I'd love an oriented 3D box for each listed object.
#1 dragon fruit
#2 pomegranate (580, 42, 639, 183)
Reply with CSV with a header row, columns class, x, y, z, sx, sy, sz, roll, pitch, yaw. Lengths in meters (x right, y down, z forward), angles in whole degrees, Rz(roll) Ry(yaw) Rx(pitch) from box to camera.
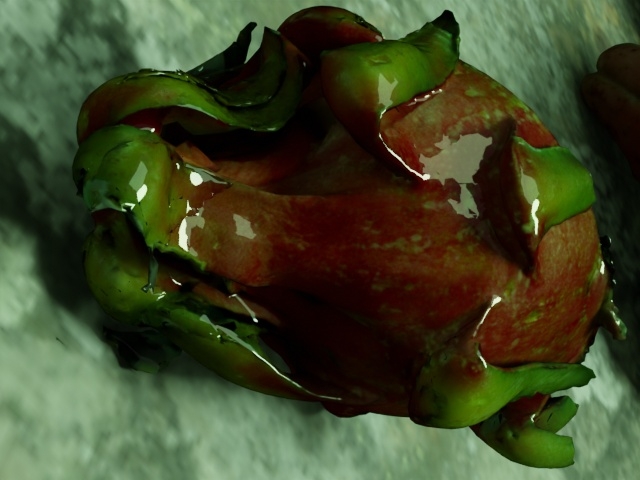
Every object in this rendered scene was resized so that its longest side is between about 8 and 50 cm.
class,x,y,z,sx,sy,sz,roll,pitch,yaw
dragon fruit,0.000,0.000,0.455,0.175,0.138,0.142,-2,47,-35
pomegranate,0.223,-0.022,0.733,0.248,0.214,0.214,41,23,24
